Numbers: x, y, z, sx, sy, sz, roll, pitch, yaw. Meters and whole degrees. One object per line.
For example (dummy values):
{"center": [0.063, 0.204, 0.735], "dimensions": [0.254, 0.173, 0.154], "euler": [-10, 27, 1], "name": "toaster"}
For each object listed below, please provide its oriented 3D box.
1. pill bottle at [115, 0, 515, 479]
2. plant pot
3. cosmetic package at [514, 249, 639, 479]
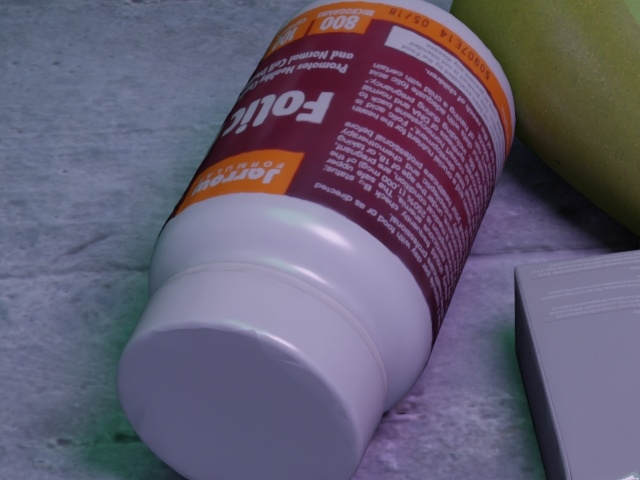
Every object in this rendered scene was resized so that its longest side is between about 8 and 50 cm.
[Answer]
{"center": [0.000, 0.000, 1.523], "dimensions": [0.224, 0.224, 0.392], "euler": [10, 43, 15], "name": "pill bottle"}
{"center": [0.290, -0.120, 1.626], "dimensions": [0.274, 0.275, 0.293], "euler": [-18, 53, -15], "name": "plant pot"}
{"center": [0.222, 0.121, 1.462], "dimensions": [0.127, 0.107, 0.238], "euler": [-6, 45, 0], "name": "cosmetic package"}
